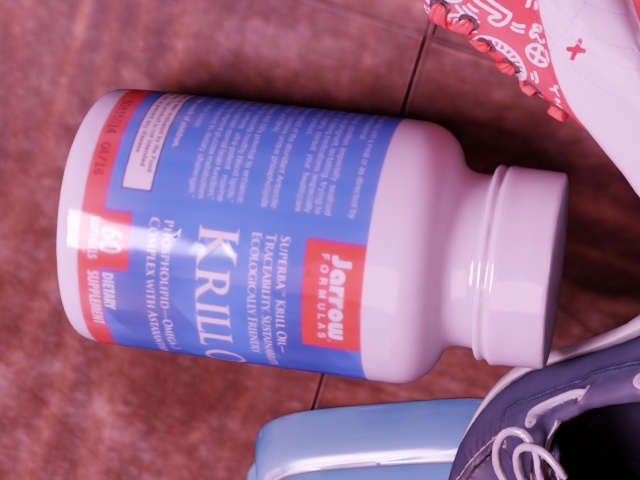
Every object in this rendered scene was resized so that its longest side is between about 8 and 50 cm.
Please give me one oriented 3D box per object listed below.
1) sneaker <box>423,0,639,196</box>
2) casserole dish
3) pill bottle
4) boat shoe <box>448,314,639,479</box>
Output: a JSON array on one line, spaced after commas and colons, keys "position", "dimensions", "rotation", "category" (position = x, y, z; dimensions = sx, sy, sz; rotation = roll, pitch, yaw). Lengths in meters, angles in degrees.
[{"position": [0.074, -0.113, 0.740], "dimensions": [0.145, 0.090, 0.270], "rotation": [-14, 114, 25], "category": "sneaker"}, {"position": [0.045, 0.143, 0.948], "dimensions": [0.188, 0.037, 0.114], "rotation": [-6, 120, 21], "category": "casserole dish"}, {"position": [0.000, 0.000, 0.813], "dimensions": [0.221, 0.124, 0.124], "rotation": [6, 124, 12], "category": "pill bottle"}, {"position": [0.132, 0.100, 0.796], "dimensions": [0.095, 0.079, 0.254], "rotation": [46, 138, -9], "category": "boat shoe"}]
